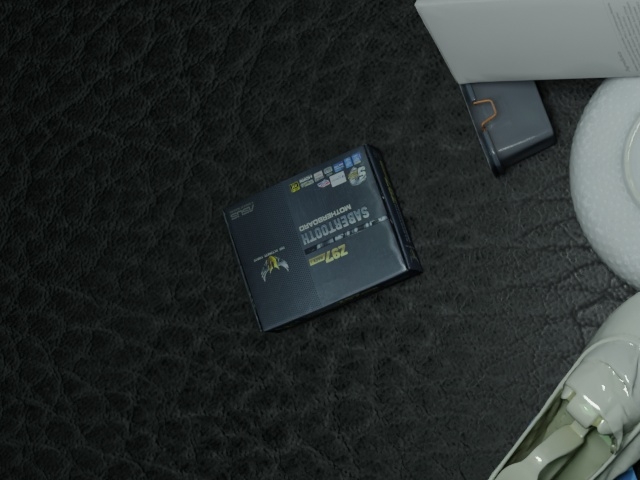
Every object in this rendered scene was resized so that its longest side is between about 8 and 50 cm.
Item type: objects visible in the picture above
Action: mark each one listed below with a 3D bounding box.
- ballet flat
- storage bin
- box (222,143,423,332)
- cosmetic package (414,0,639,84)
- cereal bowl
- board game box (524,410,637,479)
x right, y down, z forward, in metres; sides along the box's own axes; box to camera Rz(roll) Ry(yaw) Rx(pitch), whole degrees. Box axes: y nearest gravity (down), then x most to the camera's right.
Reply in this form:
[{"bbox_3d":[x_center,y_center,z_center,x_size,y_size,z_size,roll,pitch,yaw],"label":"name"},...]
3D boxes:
[{"bbox_3d":[0.300,0.224,1.586,0.139,0.139,0.400,43,114,22],"label":"ballet flat"},{"bbox_3d":[0.237,-0.162,1.732,0.091,0.098,0.135,-22,76,10],"label":"storage bin"},{"bbox_3d":[0.000,0.000,1.835,0.232,0.059,0.183,-23,77,21],"label":"box"},{"bbox_3d":[0.321,-0.304,1.607,0.365,0.155,0.197,2,56,32],"label":"cosmetic package"},{"bbox_3d":[0.446,-0.086,1.599,0.339,0.141,0.339,-3,83,25],"label":"cereal bowl"},{"bbox_3d":[0.323,0.276,1.672,0.133,0.033,0.169,-25,76,33],"label":"board game box"}]
